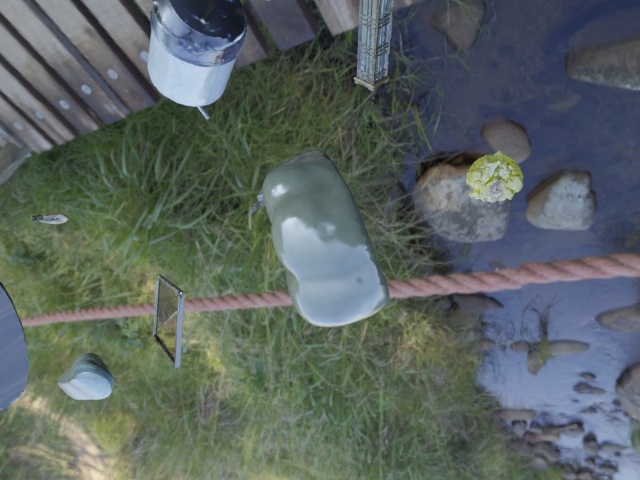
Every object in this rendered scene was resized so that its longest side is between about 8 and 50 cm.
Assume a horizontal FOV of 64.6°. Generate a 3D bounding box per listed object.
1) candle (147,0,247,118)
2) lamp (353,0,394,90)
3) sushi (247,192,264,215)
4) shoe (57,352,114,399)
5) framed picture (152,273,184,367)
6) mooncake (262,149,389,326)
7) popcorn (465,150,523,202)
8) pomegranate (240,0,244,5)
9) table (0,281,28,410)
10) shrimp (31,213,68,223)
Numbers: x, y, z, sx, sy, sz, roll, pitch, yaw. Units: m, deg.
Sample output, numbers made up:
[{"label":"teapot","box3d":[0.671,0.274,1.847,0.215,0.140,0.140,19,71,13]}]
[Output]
[{"label":"candle","box3d":[-0.321,-0.475,1.268,0.221,0.221,0.342,25,152,-14]},{"label":"lamp","box3d":[0.163,-0.623,1.532,0.090,0.089,0.325,34,147,27]},{"label":"sushi","box3d":[-0.143,-0.175,1.655,0.047,0.231,0.219,58,164,-1]},{"label":"shoe","box3d":[-0.576,0.335,1.270,0.251,0.100,0.103,-25,120,42]},{"label":"framed picture","box3d":[-0.435,0.217,1.435,0.019,0.208,0.281,2,-173,-31]},{"label":"mooncake","box3d":[0.000,0.000,0.759,0.135,0.275,0.275,-19,137,-1]},{"label":"popcorn","box3d":[0.387,-0.140,1.129,0.121,0.116,0.106,32,166,25]},{"label":"pomegranate","box3d":[-0.279,-0.681,1.408,0.241,0.159,0.190,-4,-177,13]},{"label":"table","box3d":[-0.587,0.096,0.756,0.317,0.249,0.317,-13,119,-24]},{"label":"shrimp","box3d":[-0.837,-0.071,1.575,0.059,0.023,0.108,-25,163,29]}]
